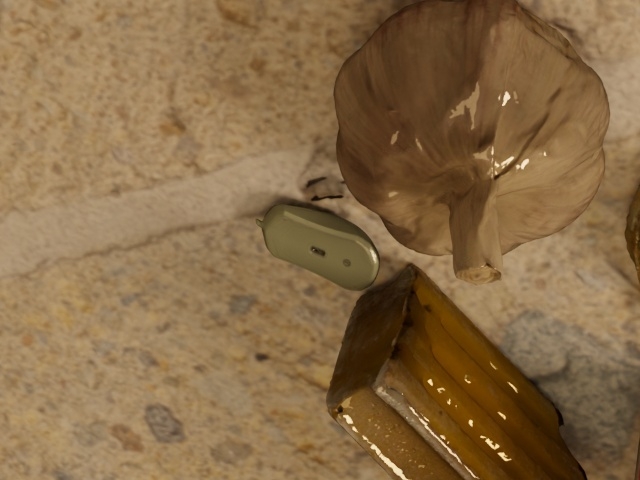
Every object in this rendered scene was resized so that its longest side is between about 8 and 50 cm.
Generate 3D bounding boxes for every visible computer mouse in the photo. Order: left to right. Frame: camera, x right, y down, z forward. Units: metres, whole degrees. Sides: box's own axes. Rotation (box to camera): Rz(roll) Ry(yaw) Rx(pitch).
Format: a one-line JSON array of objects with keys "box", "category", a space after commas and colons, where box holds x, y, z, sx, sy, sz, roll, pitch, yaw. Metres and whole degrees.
[{"box": [0.000, 0.000, 1.548, 0.110, 0.032, 0.056, 22, 127, 9], "category": "computer mouse"}]

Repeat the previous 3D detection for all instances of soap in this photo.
[{"box": [0.124, 0.161, 1.556, 0.080, 0.160, 0.257, -31, 113, 32], "category": "soap"}]

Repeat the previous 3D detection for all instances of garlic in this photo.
[{"box": [0.108, -0.056, 1.372, 0.218, 0.212, 0.218, 3, 130, 4], "category": "garlic"}]

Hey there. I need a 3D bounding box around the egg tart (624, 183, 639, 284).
[{"box": [0.336, 0.017, 1.452, 0.212, 0.090, 0.213, 5, 122, 8], "category": "egg tart"}]

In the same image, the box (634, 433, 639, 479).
[{"box": [0.404, 0.317, 1.512, 0.314, 0.312, 0.300, 2, 128, 12], "category": "box"}]
